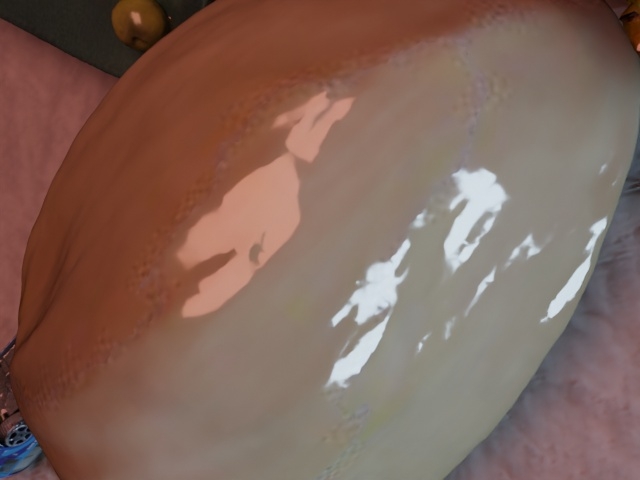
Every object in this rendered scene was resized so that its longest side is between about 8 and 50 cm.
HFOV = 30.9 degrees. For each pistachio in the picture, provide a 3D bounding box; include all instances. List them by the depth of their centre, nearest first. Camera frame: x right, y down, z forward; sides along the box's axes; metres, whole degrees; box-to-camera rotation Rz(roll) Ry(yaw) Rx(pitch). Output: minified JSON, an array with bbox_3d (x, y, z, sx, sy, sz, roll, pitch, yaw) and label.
[{"bbox_3d":[0.000,0.000,0.518,0.226,0.208,0.332,41,96,3],"label":"pistachio"}]

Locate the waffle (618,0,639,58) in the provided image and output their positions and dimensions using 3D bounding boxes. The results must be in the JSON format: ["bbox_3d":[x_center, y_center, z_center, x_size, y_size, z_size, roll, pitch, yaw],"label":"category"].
[{"bbox_3d":[0.144,-0.112,0.478,0.051,0.229,0.231,-31,74,23],"label":"waffle"}]

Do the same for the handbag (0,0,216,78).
[{"bbox_3d":[-0.140,-0.232,0.616,0.274,0.100,0.268,25,127,22],"label":"handbag"}]

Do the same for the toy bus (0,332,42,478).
[{"bbox_3d":[-0.143,0.067,0.640,0.153,0.061,0.051,-46,64,5],"label":"toy bus"}]
